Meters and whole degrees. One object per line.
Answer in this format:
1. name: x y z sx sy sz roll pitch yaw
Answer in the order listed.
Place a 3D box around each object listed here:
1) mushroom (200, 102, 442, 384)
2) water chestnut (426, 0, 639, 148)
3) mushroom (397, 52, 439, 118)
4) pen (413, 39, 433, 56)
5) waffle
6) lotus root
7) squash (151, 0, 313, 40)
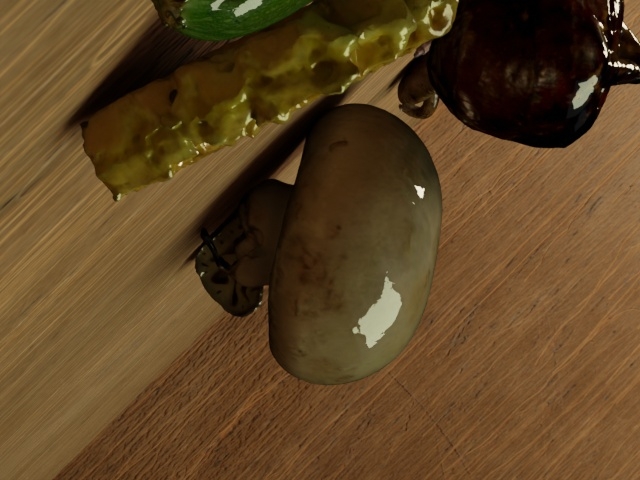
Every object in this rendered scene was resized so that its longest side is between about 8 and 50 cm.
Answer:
1. mushroom: 0.000 0.000 1.588 0.362 0.294 0.362 9 90 -88
2. water chestnut: 0.276 -0.237 1.577 0.289 0.244 0.289 -42 177 -3
3. mushroom: 0.175 -0.255 1.993 0.135 0.080 0.170 -26 166 -42
4. pen: 0.189 -0.315 1.761 0.197 0.032 0.053 -46 180 -31
5. waffle: -0.010 -0.113 0.778 0.219 0.057 0.229 -24 -173 22
6. lotus root: -0.122 0.022 1.740 0.135 0.095 0.159 -81 176 -85
7. squash: -0.012 -0.155 0.629 0.077 0.068 0.219 -55 172 34
